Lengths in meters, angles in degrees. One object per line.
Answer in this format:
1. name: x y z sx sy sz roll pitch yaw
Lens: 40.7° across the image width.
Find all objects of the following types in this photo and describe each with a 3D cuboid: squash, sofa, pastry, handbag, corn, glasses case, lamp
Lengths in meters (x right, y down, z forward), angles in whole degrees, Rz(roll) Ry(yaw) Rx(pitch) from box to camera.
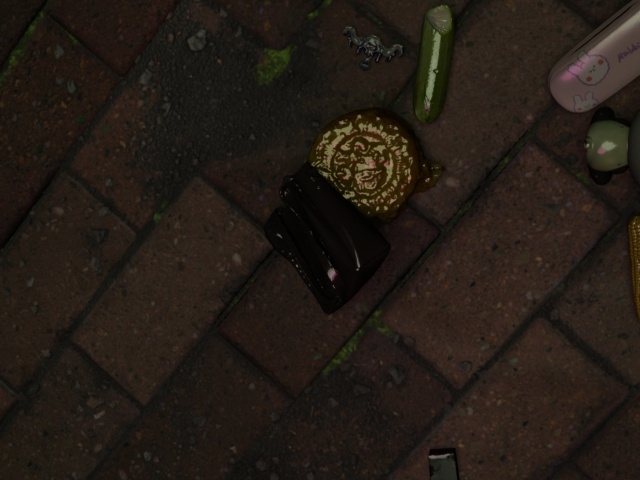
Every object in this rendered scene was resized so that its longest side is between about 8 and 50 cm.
1. squash: 0.227 -0.354 1.727 0.069 0.069 0.239 8 97 11
2. sofa: 0.262 0.500 1.815 0.060 0.039 0.118 -6 93 12
3. pastry: 0.093 -0.147 1.743 0.240 0.132 0.235 -41 85 14
4. handbag: 0.000 0.000 1.718 0.113 0.285 0.257 -33 78 -24
5. corn: 0.643 0.059 1.670 0.080 0.080 0.231 -5 93 13
6. glasses case: 0.565 -0.359 1.622 0.113 0.075 0.297 40 117 -20
7. lamp: 0.625 -0.175 1.611 0.243 0.197 0.198 5 97 35

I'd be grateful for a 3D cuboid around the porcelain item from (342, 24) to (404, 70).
1. porcelain item: 0.100 -0.386 1.776 0.136 0.021 0.075 23 104 10
